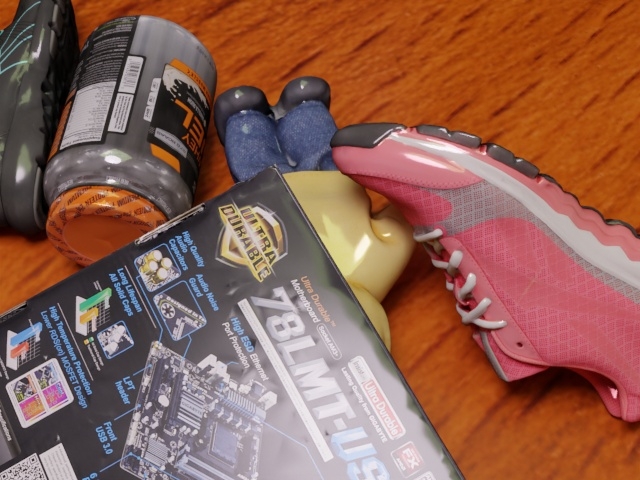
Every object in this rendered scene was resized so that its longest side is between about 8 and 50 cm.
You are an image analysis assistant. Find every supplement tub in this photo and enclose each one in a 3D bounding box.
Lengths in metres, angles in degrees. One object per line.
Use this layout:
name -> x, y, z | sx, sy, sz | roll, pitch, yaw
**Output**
supplement tub -> -0.151, -0.076, 0.824 | 0.117, 0.117, 0.190 | 5, 56, 2

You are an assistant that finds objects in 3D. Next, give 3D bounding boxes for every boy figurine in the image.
boy figurine -> 0.000, 0.000, 0.792 | 0.177, 0.092, 0.285 | -12, 57, -10

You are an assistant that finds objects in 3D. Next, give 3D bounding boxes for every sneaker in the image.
sneaker -> -0.265, -0.127, 0.868 | 0.106, 0.101, 0.267 | -1, 55, 1
sneaker -> 0.135, 0.025, 0.724 | 0.314, 0.116, 0.136 | 28, 88, -6

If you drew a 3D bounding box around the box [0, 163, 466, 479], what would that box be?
box -> -0.083, 0.143, 0.640 | 0.293, 0.073, 0.295 | -30, 67, -4
